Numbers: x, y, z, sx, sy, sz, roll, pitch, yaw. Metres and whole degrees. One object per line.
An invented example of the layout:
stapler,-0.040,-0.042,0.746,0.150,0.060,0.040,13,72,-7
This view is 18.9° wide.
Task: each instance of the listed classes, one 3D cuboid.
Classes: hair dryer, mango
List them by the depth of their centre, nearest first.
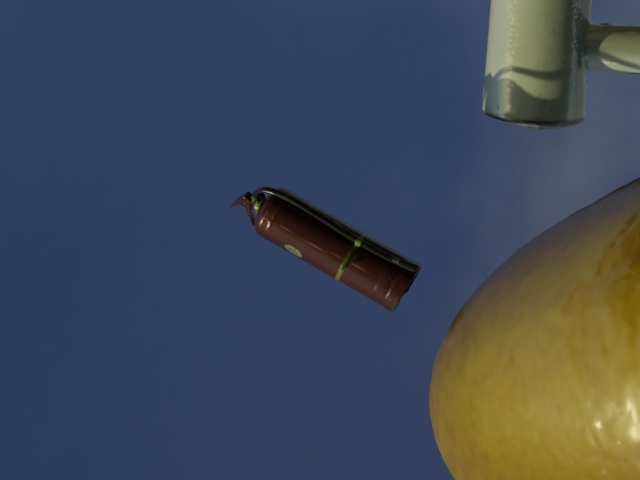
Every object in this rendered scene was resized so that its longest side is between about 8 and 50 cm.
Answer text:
mango,0.249,0.048,0.774,0.445,0.301,0.221,-5,-101,32
hair dryer,0.232,-0.139,1.310,0.236,0.131,0.073,6,-164,8

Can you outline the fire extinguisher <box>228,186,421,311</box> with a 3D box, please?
fire extinguisher,0.000,0.000,1.262,0.132,0.056,0.039,30,-118,5
